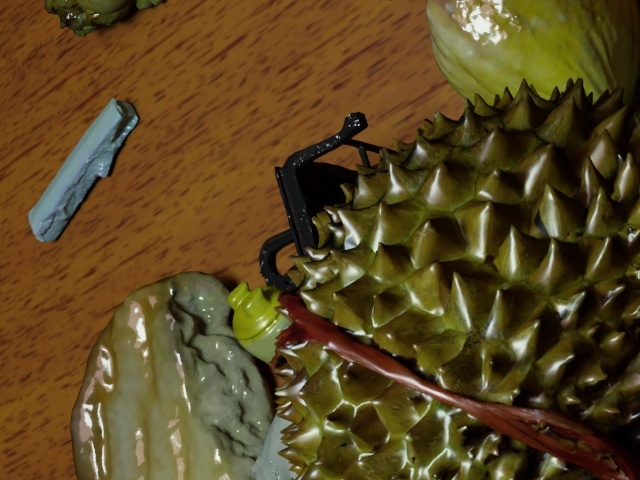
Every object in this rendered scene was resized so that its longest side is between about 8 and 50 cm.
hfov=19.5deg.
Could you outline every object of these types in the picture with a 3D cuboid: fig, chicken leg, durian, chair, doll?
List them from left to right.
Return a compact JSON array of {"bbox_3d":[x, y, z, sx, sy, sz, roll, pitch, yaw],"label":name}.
[{"bbox_3d":[-0.186,-0.277,1.777,0.228,0.088,0.103,-36,52,31],"label":"chicken leg"},{"bbox_3d":[-0.005,0.094,1.513,0.062,0.162,0.106,-52,19,-8],"label":"doll"},{"bbox_3d":[0.000,0.000,1.542,0.229,0.113,0.106,-33,62,35],"label":"chair"},{"bbox_3d":[0.140,0.075,1.163,0.347,0.384,0.347,35,146,28],"label":"durian"},{"bbox_3d":[0.179,-0.121,1.346,0.159,0.159,0.257,-46,62,33],"label":"fig"}]

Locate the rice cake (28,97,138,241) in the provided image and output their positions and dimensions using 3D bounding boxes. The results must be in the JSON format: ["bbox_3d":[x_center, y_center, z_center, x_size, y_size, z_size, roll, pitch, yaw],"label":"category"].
[{"bbox_3d":[-0.236,-0.066,1.837,0.180,0.030,0.042,-51,49,30],"label":"rice cake"}]

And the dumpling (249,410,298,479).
[{"bbox_3d":[0.052,0.185,1.394,0.163,0.293,0.204,7,132,31],"label":"dumpling"}]

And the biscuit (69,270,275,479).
[{"bbox_3d":[-0.128,0.176,1.666,0.213,0.091,0.274,-32,66,36],"label":"biscuit"}]
